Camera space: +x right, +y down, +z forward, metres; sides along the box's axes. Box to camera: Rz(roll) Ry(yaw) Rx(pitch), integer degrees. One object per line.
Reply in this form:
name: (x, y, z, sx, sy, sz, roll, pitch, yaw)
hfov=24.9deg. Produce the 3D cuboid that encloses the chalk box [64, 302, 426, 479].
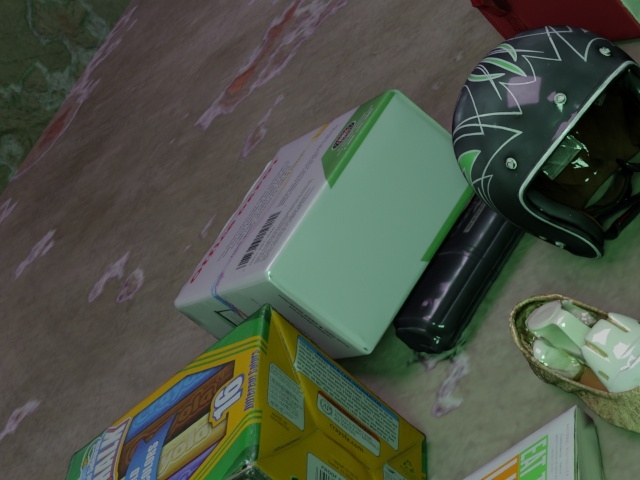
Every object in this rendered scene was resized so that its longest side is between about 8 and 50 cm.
chalk box: (-0.084, 0.223, 1.062, 0.289, 0.180, 0.179, -37, 25, 25)

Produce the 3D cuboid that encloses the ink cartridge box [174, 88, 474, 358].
ink cartridge box: (0.000, 0.000, 1.307, 0.201, 0.117, 0.278, -56, 13, -18)

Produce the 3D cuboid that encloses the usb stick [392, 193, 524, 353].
usb stick: (0.150, -0.024, 1.212, 0.278, 0.045, 0.077, -56, 14, -17)

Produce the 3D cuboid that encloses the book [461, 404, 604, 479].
book: (0.121, 0.179, 0.953, 0.144, 0.035, 0.096, -40, 20, 26)

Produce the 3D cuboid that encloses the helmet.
helmet: (0.178, -0.082, 1.093, 0.169, 0.161, 0.169, -40, 23, 21)

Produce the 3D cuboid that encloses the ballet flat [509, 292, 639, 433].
ballet flat: (0.184, 0.076, 0.947, 0.073, 0.067, 0.206, -52, 22, -12)

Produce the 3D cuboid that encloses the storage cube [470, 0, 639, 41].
storage cube: (0.232, -0.303, 1.331, 0.215, 0.184, 0.193, -54, 24, -15)
